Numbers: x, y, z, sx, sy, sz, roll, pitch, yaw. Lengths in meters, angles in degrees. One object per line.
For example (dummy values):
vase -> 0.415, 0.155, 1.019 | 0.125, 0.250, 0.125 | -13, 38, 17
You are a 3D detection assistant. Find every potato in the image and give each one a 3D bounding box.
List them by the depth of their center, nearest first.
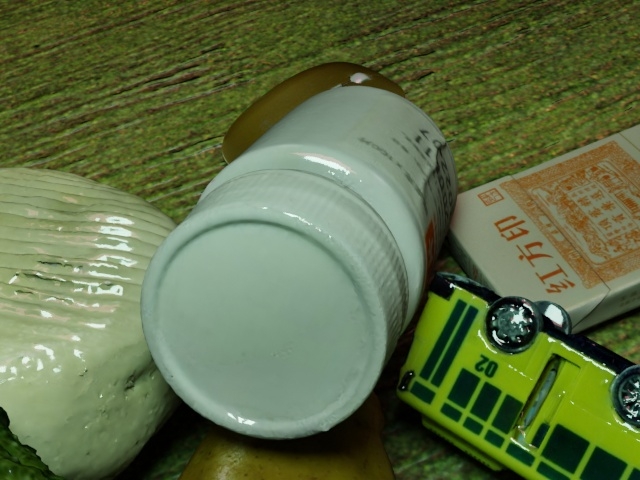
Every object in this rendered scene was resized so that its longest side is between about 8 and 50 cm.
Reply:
potato -> -0.035, 0.252, 0.820 | 0.195, 0.176, 0.369 | -15, 37, 28

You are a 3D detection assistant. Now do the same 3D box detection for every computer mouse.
computer mouse -> -0.006, -0.148, 1.250 | 0.245, 0.056, 0.126 | -35, 55, -27

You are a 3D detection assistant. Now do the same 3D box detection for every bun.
bun -> -0.263, 0.083, 0.946 | 0.326, 0.234, 0.362 | -11, 39, -12

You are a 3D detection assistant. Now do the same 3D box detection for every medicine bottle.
medicine bottle -> 0.000, 0.000, 0.921 | 0.211, 0.211, 0.371 | 8, 23, 12

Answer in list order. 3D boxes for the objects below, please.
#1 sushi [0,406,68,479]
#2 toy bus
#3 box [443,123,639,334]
sushi -> -0.298, 0.290, 0.656 | 0.178, 0.352, 0.294 | 27, 23, 30
toy bus -> 0.199, 0.139, 0.899 | 0.262, 0.128, 0.150 | 29, 97, 28
box -> 0.326, -0.027, 1.096 | 0.365, 0.051, 0.204 | -22, 46, -10
